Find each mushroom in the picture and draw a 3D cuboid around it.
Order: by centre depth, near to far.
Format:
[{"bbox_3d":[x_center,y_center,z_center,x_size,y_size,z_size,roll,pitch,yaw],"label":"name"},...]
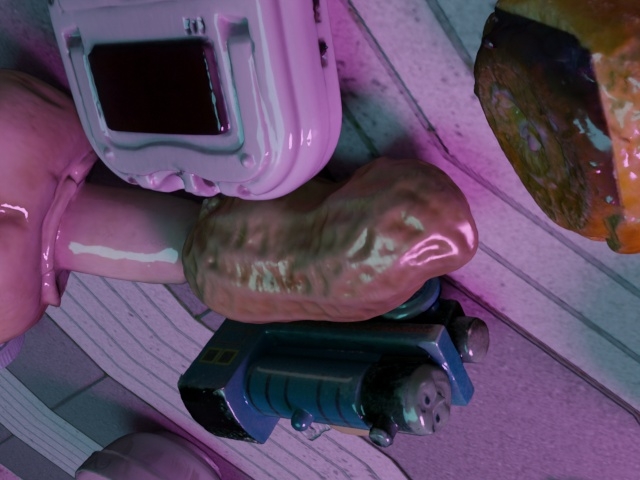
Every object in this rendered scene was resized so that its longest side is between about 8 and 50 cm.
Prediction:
[{"bbox_3d":[-0.295,-0.014,0.817,0.336,0.314,0.314,12,142,-4],"label":"mushroom"}]

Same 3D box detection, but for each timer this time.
[{"bbox_3d":[-0.110,-0.149,0.610,0.262,0.087,0.237,7,117,34],"label":"timer"}]

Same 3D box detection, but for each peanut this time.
[{"bbox_3d":[0.000,0.000,0.687,0.325,0.140,0.153,-13,102,42],"label":"peanut"}]

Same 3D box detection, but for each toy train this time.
[{"bbox_3d":[0.013,0.123,0.761,0.298,0.194,0.120,-3,128,39],"label":"toy train"}]

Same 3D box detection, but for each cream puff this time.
[{"bbox_3d":[0.175,-0.092,0.449,0.189,0.129,0.189,59,176,7],"label":"cream puff"}]

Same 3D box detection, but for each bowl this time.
[{"bbox_3d":[-0.293,0.471,1.400,0.307,0.163,0.307,22,141,19],"label":"bowl"}]

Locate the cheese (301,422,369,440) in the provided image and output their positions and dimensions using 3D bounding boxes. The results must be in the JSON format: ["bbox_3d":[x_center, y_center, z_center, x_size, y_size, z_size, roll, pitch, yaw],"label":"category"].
[{"bbox_3d":[0.023,0.217,0.973,0.127,0.054,0.251,39,144,1],"label":"cheese"}]

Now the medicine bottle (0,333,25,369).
[{"bbox_3d":[-0.591,0.078,1.207,0.158,0.158,0.318,25,141,14],"label":"medicine bottle"}]
